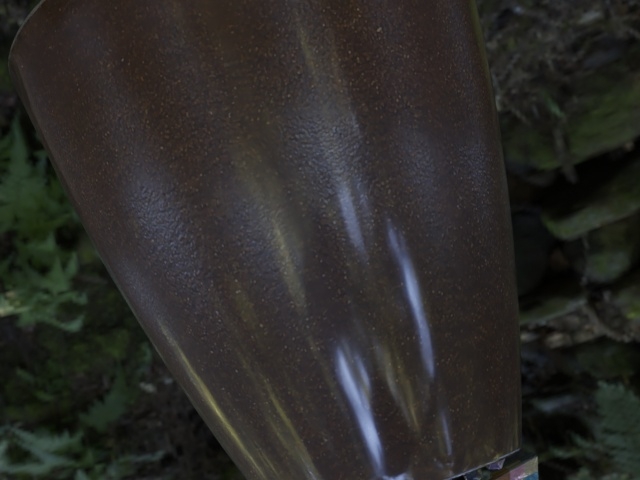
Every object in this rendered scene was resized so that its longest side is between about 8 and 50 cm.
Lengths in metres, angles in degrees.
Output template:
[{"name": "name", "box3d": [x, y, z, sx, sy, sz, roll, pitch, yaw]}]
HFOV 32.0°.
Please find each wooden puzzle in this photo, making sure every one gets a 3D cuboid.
[{"name": "wooden puzzle", "box3d": [0.098, 0.144, 0.604, 0.049, 0.083, 0.006, -22, -148, -25]}]

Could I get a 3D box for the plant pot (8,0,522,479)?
[{"name": "plant pot", "box3d": [0.000, 0.000, 0.498, 0.215, 0.230, 0.215, -19, 169, -4]}]
